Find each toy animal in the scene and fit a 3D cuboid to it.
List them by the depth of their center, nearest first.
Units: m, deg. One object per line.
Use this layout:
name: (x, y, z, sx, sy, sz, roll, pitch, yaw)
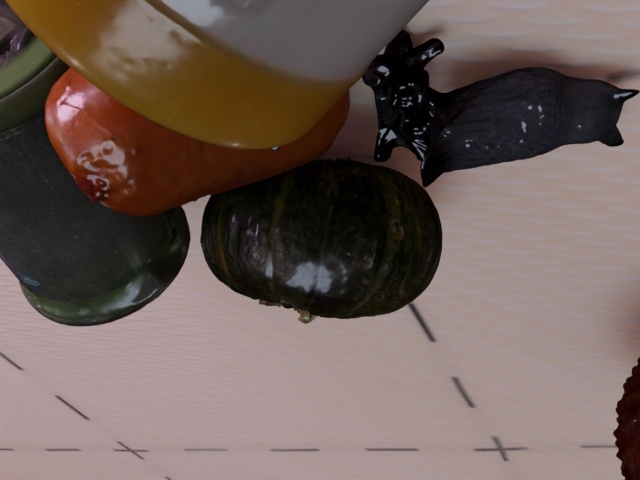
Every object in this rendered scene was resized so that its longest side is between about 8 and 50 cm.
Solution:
toy animal: (0.142, -0.096, 0.697, 0.210, 0.117, 0.121, 6, 138, 15)

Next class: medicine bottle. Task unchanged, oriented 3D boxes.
medicine bottle: (-0.026, -0.207, 0.448, 0.238, 0.238, 0.232, 31, 125, -24)

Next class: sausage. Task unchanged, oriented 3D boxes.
sausage: (-0.084, -0.101, 0.672, 0.258, 0.133, 0.133, -19, 163, -35)

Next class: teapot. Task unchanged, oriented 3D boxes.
teapot: (-0.270, -0.078, 0.812, 0.270, 0.200, 0.337, 27, 154, 27)

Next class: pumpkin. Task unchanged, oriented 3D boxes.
pumpkin: (0.000, 0.000, 0.811, 0.223, 0.157, 0.223, 10, 180, 0)

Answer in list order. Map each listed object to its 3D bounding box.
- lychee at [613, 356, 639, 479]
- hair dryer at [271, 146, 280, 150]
lychee: (0.439, 0.193, 0.883, 0.275, 0.276, 0.304, 4, 119, 14)
hair dryer: (-0.051, -0.150, 0.612, 0.173, 0.195, 0.050, 21, 139, -11)
